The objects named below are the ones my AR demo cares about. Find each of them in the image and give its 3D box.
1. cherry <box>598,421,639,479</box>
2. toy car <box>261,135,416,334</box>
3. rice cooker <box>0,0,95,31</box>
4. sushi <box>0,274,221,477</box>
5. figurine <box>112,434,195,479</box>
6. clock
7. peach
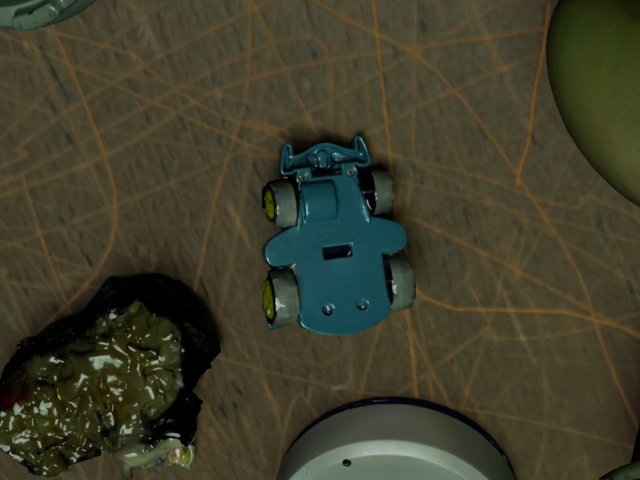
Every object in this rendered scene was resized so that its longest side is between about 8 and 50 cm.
[{"bbox_3d":[0.369,0.177,1.175,0.296,0.218,0.255,2,110,0],"label":"cherry"},{"bbox_3d":[0.000,0.000,1.216,0.126,0.098,0.161,-9,87,-18],"label":"toy car"},{"bbox_3d":[-0.211,-0.289,1.010,0.241,0.227,0.280,22,138,-4],"label":"rice cooker"},{"bbox_3d":[-0.189,0.131,1.277,0.213,0.115,0.147,-27,110,18],"label":"sushi"},{"bbox_3d":[-0.150,0.193,1.347,0.083,0.047,0.050,-13,129,5],"label":"figurine"},{"bbox_3d":[0.069,0.259,1.330,0.231,0.083,0.230,2,115,4],"label":"clock"},{"bbox_3d":[0.311,-0.142,1.014,0.292,0.247,0.292,-1,98,-5],"label":"peach"}]
